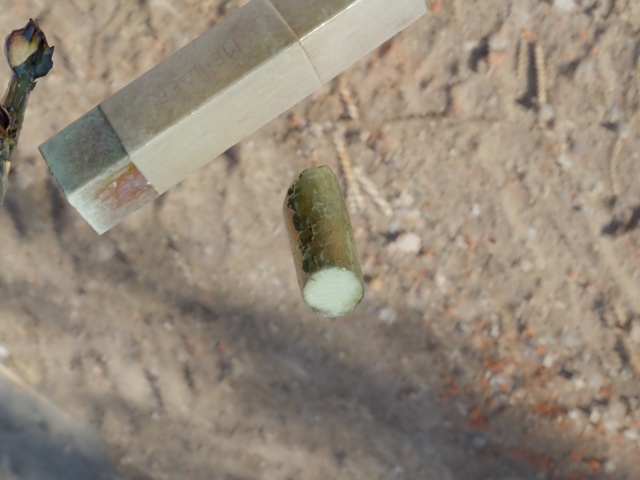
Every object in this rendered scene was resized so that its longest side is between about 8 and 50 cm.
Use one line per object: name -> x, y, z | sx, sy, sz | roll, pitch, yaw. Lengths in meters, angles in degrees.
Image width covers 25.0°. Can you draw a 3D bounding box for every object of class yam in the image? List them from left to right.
yam -> 0.000, 0.000, 1.444 | 0.070, 0.146, 0.069 | -11, 154, -6

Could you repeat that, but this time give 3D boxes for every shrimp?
shrimp -> -0.293, -0.115, 1.327 | 0.054, 0.222, 0.290 | 19, 164, -7

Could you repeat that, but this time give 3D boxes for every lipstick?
lipstick -> -0.077, -0.148, 1.322 | 0.076, 0.371, 0.079 | 55, 178, 33
